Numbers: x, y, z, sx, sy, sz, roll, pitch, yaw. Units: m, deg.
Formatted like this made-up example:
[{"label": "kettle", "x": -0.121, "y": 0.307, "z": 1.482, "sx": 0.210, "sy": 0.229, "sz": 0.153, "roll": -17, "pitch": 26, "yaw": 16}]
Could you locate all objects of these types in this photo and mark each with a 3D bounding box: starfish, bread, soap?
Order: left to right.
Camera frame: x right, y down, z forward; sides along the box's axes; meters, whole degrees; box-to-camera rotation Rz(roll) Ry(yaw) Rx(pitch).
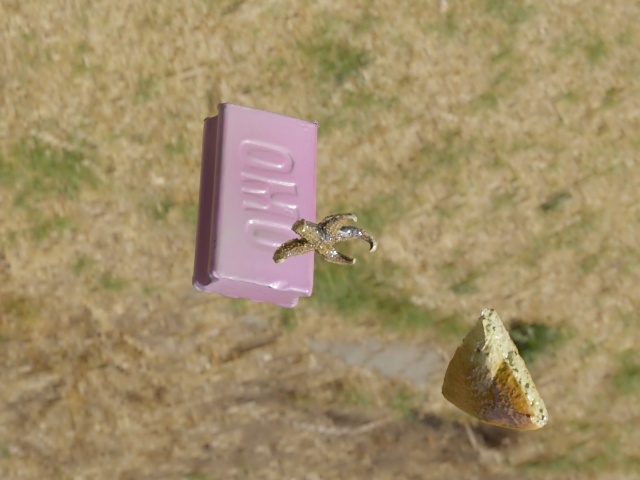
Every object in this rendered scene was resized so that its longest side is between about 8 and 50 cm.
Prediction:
[{"label": "soap", "x": -0.067, "y": -0.038, "z": 1.540, "sx": 0.122, "sy": 0.203, "sz": 0.065, "roll": 10, "pitch": 157, "yaw": -23}, {"label": "starfish", "x": 0.000, "y": 0.000, "z": 1.179, "sx": 0.078, "sy": 0.028, "sz": 0.091, "roll": -28, "pitch": 151, "yaw": 15}, {"label": "bread", "x": 0.190, "y": 0.169, "z": 1.734, "sx": 0.054, "sy": 0.154, "sz": 0.136, "roll": -16, "pitch": 170, "yaw": -37}]
